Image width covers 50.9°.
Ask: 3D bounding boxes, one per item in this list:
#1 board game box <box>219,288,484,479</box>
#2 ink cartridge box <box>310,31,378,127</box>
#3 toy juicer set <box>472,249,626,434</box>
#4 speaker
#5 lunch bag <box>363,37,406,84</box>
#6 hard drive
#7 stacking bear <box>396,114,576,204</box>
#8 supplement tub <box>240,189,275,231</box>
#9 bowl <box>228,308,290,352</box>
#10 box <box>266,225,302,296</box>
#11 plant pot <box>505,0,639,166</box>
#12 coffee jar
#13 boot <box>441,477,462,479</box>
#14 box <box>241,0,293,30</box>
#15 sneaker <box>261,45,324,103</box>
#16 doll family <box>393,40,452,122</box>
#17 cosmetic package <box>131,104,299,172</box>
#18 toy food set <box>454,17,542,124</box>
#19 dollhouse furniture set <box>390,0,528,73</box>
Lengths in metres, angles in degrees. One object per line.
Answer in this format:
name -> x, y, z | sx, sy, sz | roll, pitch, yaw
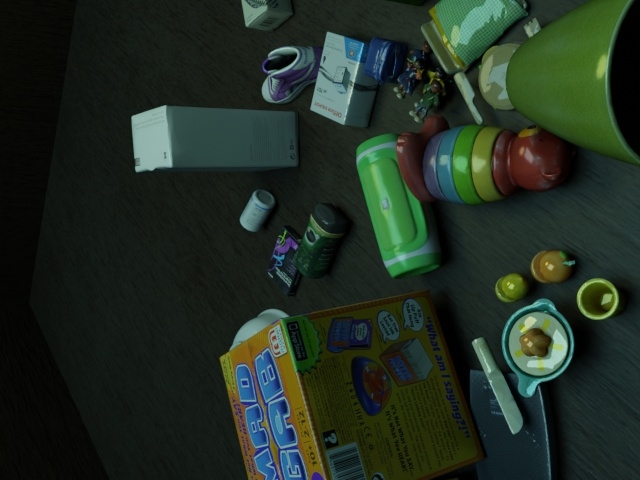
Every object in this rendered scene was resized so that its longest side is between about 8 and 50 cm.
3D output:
board game box -> 0.047, 0.344, 1.406 | 0.356, 0.356, 0.356 | -39, 63, 55
ink cartridge box -> 0.064, -0.378, 1.581 | 0.139, 0.082, 0.190 | 33, 116, 44
toy juicer set -> 0.365, 0.160, 1.206 | 0.329, 0.089, 0.209 | -57, 48, 20
speaker -> 0.167, -0.073, 1.446 | 0.131, 0.131, 0.296 | -29, 71, 48
lunch bag -> 0.145, -0.395, 1.491 | 0.065, 0.067, 0.098 | 33, 119, 44
hard drive -> 0.373, 0.376, 1.289 | 0.172, 0.054, 0.254 | -8, 86, 51
stacking bear -> 0.315, -0.147, 1.244 | 0.289, 0.175, 0.164 | 3, 118, 41
supplement tub -> -0.178, -0.085, 1.904 | 0.107, 0.071, 0.071 | -55, 53, 37
bowl -> -0.168, 0.346, 1.879 | 0.298, 0.134, 0.298 | 7, 99, 50
box -> -0.089, 0.057, 1.840 | 0.116, 0.029, 0.162 | 43, 125, 40
plant pot -> 0.430, -0.254, 1.035 | 0.293, 0.275, 0.274 | -156, 68, -64
coffee jar -> 0.000, 0.000, 1.689 | 0.096, 0.079, 0.184 | 53, 131, 38
boot -> 0.232, 0.624, 1.455 | 0.280, 0.096, 0.264 | -18, 103, 30
box -> -0.159, -0.718, 1.810 | 0.113, 0.094, 0.275 | -21, 78, 49
sneaker -> -0.105, -0.432, 1.719 | 0.282, 0.161, 0.102 | -19, 80, 51
doll family -> 0.216, -0.340, 1.408 | 0.193, 0.076, 0.111 | 60, 139, 32
cosmetic package -> -0.271, -0.258, 1.755 | 0.217, 0.385, 0.156 | 1, 94, 50
toy food set -> 0.357, -0.314, 1.273 | 0.192, 0.038, 0.132 | -31, 77, 42
dollhouse furniture set -> 0.230, -0.498, 1.314 | 0.197, 0.151, 0.301 | -45, 60, 42
